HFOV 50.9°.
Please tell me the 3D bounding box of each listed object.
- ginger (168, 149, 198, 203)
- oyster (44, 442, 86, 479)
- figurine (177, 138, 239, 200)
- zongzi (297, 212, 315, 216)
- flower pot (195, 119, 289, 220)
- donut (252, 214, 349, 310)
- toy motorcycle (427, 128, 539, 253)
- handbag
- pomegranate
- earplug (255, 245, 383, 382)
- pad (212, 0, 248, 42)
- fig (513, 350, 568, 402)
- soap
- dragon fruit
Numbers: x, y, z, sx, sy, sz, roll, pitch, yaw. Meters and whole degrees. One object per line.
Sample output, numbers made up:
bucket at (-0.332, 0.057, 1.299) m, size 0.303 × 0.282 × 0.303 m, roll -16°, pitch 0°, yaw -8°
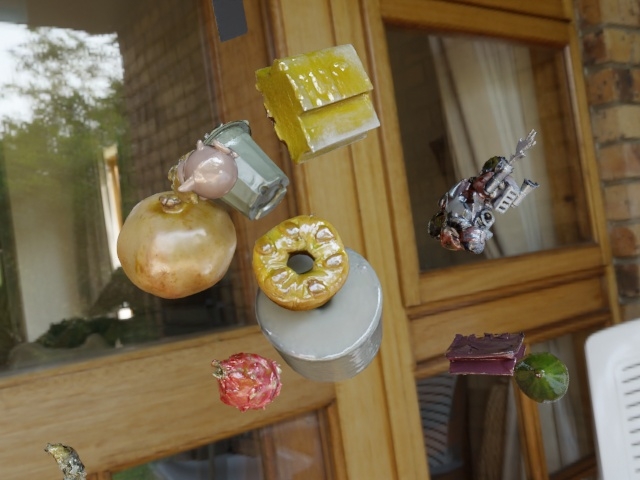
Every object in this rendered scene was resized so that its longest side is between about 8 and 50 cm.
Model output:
ginger at (-0.353, -0.166, 1.794) m, size 0.081 × 0.115 × 0.205 m, roll 11°, pitch -20°, yaw -28°
oyster at (-0.532, 0.459, 1.406) m, size 0.051 × 0.103 × 0.148 m, roll -43°, pitch -14°, yaw -19°
figurine at (-0.239, -0.148, 1.438) m, size 0.138 × 0.125 × 0.125 m, roll -48°, pitch -9°, yaw 8°
zongzi at (0.000, 0.000, 1.792) m, size 0.184 × 0.084 × 0.187 m, roll 16°, pitch -20°, yaw -5°
flower pot at (-0.259, -0.213, 2.208) m, size 0.290 × 0.259 × 0.290 m, roll -42°, pitch -17°, yaw -16°
donut at (-0.047, 0.055, 1.563) m, size 0.226 × 0.227 × 0.114 m, roll -8°, pitch -15°, yaw -7°
toy motorcycle at (0.412, -0.106, 1.649) m, size 0.134 × 0.207 × 0.401 m, roll 26°, pitch -56°, yaw -25°
handbag at (0.465, 0.317, 1.890) m, size 0.203 × 0.074 × 0.216 m, roll -6°, pitch 7°, yaw 22°
pomegranate at (-0.492, 0.002, 2.328) m, size 0.411 × 0.412 × 0.411 m, roll -8°, pitch -1°, yaw 0°
earplug at (0.013, 0.214, 1.799) m, size 0.312 × 0.313 × 0.394 m, roll -8°, pitch -24°, yaw 3°
pad at (-0.255, -0.645, 1.881) m, size 0.003 × 0.157 × 0.112 m, roll 17°, pitch 38°, yaw 38°
fig at (0.467, 0.281, 1.412) m, size 0.117 × 0.117 × 0.177 m, roll -8°, pitch -23°, yaw 10°
soap at (0.000, -0.355, 1.728) m, size 0.143 × 0.259 × 0.281 m, roll -16°, pitch 10°, yaw 47°
dragon fruit at (-0.256, 0.471, 2.265) m, size 0.205 × 0.210 × 0.268 m, roll -23°, pitch -41°, yaw 35°
